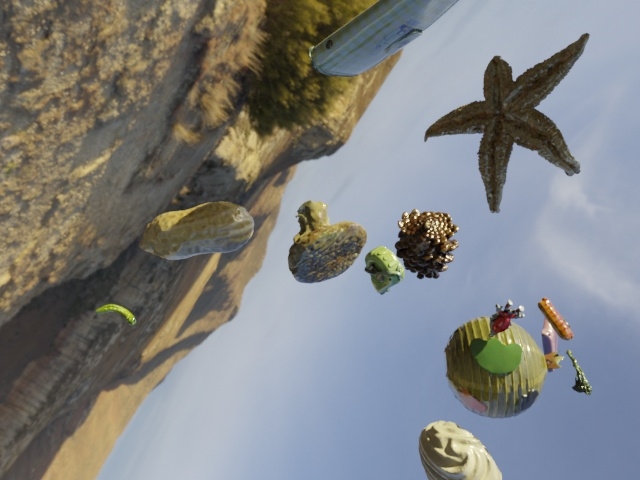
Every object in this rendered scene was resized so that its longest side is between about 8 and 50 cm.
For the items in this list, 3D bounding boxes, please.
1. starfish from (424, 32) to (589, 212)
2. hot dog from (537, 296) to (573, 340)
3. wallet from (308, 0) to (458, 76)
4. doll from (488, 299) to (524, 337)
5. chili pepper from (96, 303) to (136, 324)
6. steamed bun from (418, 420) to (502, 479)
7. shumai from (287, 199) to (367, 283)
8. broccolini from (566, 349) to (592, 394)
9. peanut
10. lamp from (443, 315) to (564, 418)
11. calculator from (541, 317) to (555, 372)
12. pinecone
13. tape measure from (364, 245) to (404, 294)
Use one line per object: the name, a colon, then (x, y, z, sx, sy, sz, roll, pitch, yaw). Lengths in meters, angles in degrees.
starfish: (0.270, -0.162, 0.667, 0.047, 0.232, 0.295, -12, 176, -37)
hot dog: (0.712, 0.237, 1.342, 0.038, 0.062, 0.144, -47, -131, 32)
wallet: (0.147, -0.467, 0.967, 0.309, 0.077, 0.223, -22, 180, 35)
doll: (0.401, 0.176, 0.982, 0.039, 0.057, 0.114, -107, -153, -43)
chili pepper: (-0.352, 0.128, 0.772, 0.030, 0.083, 0.017, -39, 140, -53)
steamed bun: (0.277, 0.467, 0.918, 0.106, 0.183, 0.183, -36, -176, -24)
shumai: (0.000, 0.000, 1.101, 0.209, 0.153, 0.161, -33, 147, -5)
broccolini: (0.834, 0.415, 1.438, 0.054, 0.052, 0.194, -2, -149, 18)
peanut: (-0.341, -0.026, 1.206, 0.324, 0.140, 0.153, -8, -149, 11)
lamp: (0.450, 0.308, 1.095, 0.284, 0.250, 0.250, -7, -153, 9)
calculator: (0.919, 0.398, 1.761, 0.043, 0.294, 0.194, 0, -134, 34)
pinecone: (0.313, 0.020, 1.324, 0.185, 0.168, 0.213, 42, -44, 39)
tape measure: (0.244, 0.113, 1.724, 0.106, 0.175, 0.200, -30, 172, -20)
